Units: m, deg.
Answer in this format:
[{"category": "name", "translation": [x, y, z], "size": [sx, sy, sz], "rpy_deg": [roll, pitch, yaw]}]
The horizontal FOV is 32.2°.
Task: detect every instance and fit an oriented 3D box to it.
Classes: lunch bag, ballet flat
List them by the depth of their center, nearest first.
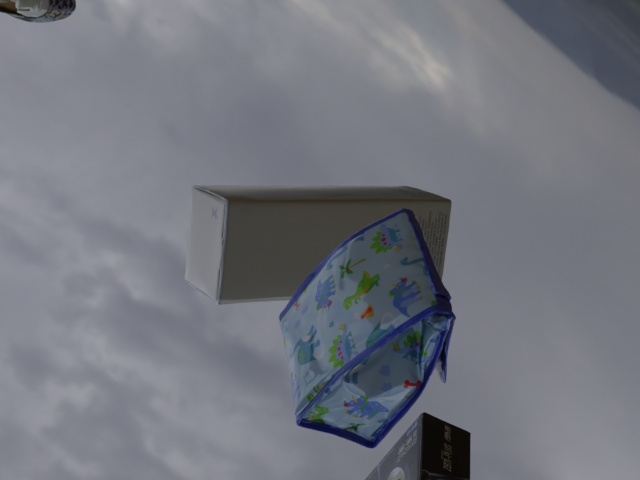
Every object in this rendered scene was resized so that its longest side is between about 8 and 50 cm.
[{"category": "lunch bag", "translation": [0.044, 0.065, 0.879], "size": [0.096, 0.151, 0.129], "rpy_deg": [20, -148, -26]}, {"category": "ballet flat", "translation": [-0.283, -0.221, 1.013], "size": [0.114, 0.041, 0.041], "rpy_deg": [11, -156, -8]}]

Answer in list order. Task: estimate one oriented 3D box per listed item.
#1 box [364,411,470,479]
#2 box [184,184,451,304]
[{"category": "box", "translation": [0.124, 0.348, 1.493], "size": [0.077, 0.180, 0.147], "rpy_deg": [25, -143, -11]}, {"category": "box", "translation": [0.000, 0.000, 1.182], "size": [0.275, 0.113, 0.094], "rpy_deg": [0, -167, -30]}]
